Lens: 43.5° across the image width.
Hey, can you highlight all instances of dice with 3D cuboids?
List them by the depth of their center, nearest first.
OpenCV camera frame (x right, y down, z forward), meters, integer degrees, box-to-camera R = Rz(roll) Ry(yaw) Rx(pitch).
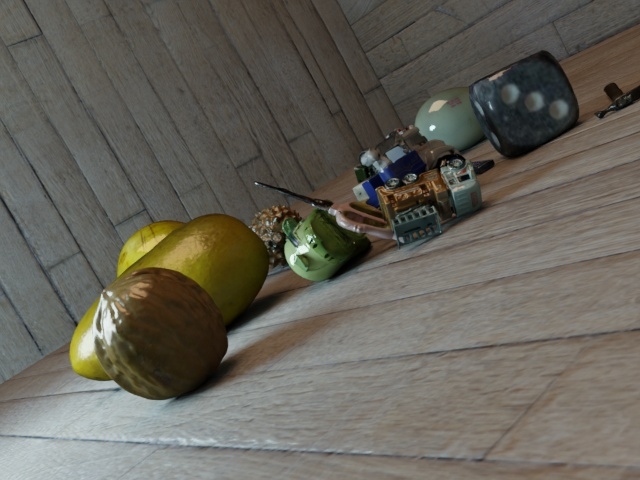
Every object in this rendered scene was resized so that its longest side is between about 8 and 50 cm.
[{"bbox_3d":[0.442,-0.298,1.755,0.182,0.183,0.181,-28,5,4],"label":"dice"}]

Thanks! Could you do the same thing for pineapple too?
[{"bbox_3d":[-0.108,-0.008,1.993,0.166,0.166,0.193,-29,6,-2],"label":"pineapple"}]

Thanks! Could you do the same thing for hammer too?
[{"bbox_3d":[0.637,-0.314,1.726,0.125,0.027,0.297,-27,7,19],"label":"hammer"}]

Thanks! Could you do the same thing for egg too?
[{"bbox_3d":[0.395,-0.351,2.319,0.264,0.183,0.183,-24,5,-17],"label":"egg"}]

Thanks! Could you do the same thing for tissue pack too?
[{"bbox_3d":[0.126,-0.131,1.905,0.083,0.042,0.062,-33,10,-35],"label":"tissue pack"}]

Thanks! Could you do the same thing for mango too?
[{"bbox_3d":[-0.301,0.125,1.607,0.445,0.221,0.301,-41,16,-17],"label":"mango"}]

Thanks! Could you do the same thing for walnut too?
[{"bbox_3d":[-0.255,0.143,1.252,0.213,0.213,0.213,-29,7,4],"label":"walnut"}]

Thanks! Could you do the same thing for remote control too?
[{"bbox_3d":[0.342,-0.164,1.831,0.043,0.027,0.152,-25,7,-16],"label":"remote control"}]

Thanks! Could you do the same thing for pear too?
[{"bbox_3d":[-0.374,0.080,2.013,0.280,0.281,0.281,-29,7,4],"label":"pear"}]

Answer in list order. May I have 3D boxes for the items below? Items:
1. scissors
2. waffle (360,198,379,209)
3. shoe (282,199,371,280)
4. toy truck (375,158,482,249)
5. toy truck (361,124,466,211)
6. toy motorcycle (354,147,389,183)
[{"bbox_3d":[0.022,-0.062,1.509,0.160,0.317,0.024,-50,-23,-69],"label":"scissors"},{"bbox_3d":[0.137,-0.075,1.879,0.274,0.057,0.168,-27,7,15],"label":"waffle"},{"bbox_3d":[0.005,-0.005,1.561,0.128,0.140,0.262,-32,3,14],"label":"shoe"},{"bbox_3d":[0.198,-0.066,1.403,0.177,0.080,0.115,-19,39,1],"label":"toy truck"},{"bbox_3d":[0.182,-0.141,1.640,0.213,0.177,0.161,-35,1,-35],"label":"toy truck"},{"bbox_3d":[0.199,-0.225,2.498,0.275,0.127,0.205,-11,20,49],"label":"toy motorcycle"}]
